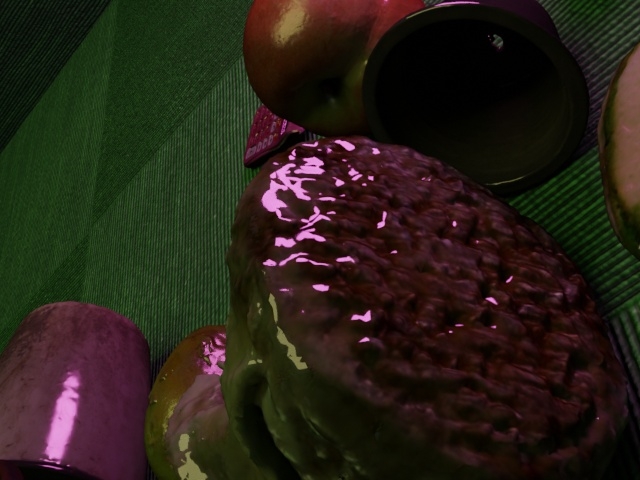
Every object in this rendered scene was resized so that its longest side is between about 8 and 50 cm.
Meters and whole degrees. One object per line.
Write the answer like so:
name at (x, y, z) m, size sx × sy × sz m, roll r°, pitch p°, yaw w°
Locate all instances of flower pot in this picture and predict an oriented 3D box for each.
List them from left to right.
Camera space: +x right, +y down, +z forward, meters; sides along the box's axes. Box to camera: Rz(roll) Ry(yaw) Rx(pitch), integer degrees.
flower pot at (-0.394, 0.285, 1.428) m, size 0.293 × 0.294 × 0.330 m, roll -38°, pitch 32°, yaw 36°
flower pot at (0.176, -0.180, 0.992) m, size 0.235 × 0.235 × 0.148 m, roll -32°, pitch 22°, yaw 41°

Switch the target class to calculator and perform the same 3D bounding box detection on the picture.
calculator at (-0.065, -0.196, 1.512) m, size 0.190 × 0.034 × 0.126 m, roll -25°, pitch 49°, yaw 54°

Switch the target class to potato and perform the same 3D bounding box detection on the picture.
potato at (-0.121, 0.213, 1.142) m, size 0.148 × 0.186 × 0.253 m, roll 126°, pitch 147°, yaw -45°

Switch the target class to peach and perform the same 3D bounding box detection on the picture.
peach at (0.022, -0.263, 1.223) m, size 0.252 × 0.252 × 0.252 m, roll -36°, pitch 40°, yaw 38°

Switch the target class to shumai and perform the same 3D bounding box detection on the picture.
shumai at (0.055, 0.144, 0.849) m, size 0.395 × 0.395 × 0.348 m, roll -102°, pitch 27°, yaw -46°

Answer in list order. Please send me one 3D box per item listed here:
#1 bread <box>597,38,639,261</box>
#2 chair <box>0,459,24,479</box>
bread at (0.389, -0.118, 0.673) m, size 0.382 × 0.129 × 0.366 m, roll -40°, pitch 35°, yaw 33°
chair at (-0.284, 0.386, 1.047) m, size 0.226 × 0.401 × 0.226 m, roll -34°, pitch 43°, yaw 39°
